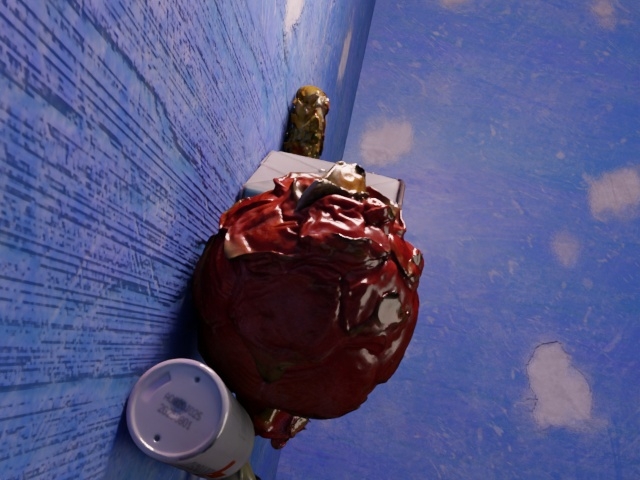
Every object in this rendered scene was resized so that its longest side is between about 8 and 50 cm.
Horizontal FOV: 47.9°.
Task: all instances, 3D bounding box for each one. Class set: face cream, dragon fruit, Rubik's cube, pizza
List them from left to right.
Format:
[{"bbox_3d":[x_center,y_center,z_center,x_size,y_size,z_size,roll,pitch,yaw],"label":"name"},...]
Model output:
[{"bbox_3d":[-0.132,0.216,0.821,0.345,0.102,0.102,88,13,-68],"label":"face cream"},{"bbox_3d":[-0.074,0.234,0.974,0.068,0.112,0.126,-50,169,-13],"label":"dragon fruit"},{"bbox_3d":[-0.036,-0.180,1.315,0.147,0.069,0.226,-110,-153,-54],"label":"pizza"},{"bbox_3d":[-0.019,0.067,0.846,0.277,0.277,0.343,-74,-178,-50],"label":"dragon fruit"},{"bbox_3d":[-0.006,0.014,1.109,0.221,0.231,0.225,-66,169,-67],"label":"Rubik's cube"}]

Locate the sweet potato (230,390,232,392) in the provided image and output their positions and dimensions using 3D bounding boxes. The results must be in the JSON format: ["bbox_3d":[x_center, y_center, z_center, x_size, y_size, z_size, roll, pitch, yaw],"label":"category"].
[{"bbox_3d":[-0.116,0.174,1.115,0.244,0.077,0.077,-46,147,-85],"label":"sweet potato"}]

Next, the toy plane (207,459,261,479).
[{"bbox_3d":[-0.105,0.403,1.038,0.242,0.104,0.256,-11,-79,60],"label":"toy plane"}]
